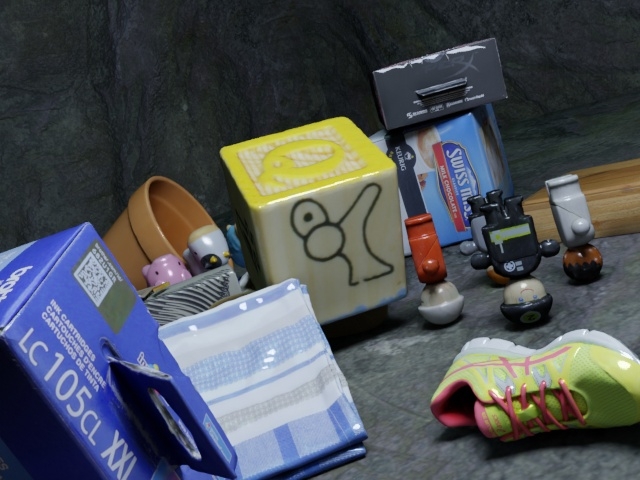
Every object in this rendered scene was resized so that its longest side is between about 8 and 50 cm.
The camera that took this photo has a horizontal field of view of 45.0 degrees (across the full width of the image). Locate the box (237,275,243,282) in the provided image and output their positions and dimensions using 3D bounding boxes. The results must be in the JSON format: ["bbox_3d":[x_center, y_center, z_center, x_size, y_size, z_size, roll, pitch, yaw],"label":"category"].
[{"bbox_3d":[-0.204,0.120,1.554,0.136,0.037,0.225,-12,13,38],"label":"box"}]

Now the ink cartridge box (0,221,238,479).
[{"bbox_3d":[-0.251,0.159,0.619,0.395,0.270,0.151,-17,27,18],"label":"ink cartridge box"}]

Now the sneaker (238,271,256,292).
[{"bbox_3d":[-0.064,0.072,1.430,0.092,0.088,0.228,-35,10,-39],"label":"sneaker"}]

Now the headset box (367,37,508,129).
[{"bbox_3d":[0.206,-0.287,1.417,0.217,0.110,0.293,-15,11,4],"label":"headset box"}]

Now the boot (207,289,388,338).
[{"bbox_3d":[-0.029,0.087,1.172,0.261,0.095,0.203,-11,11,6],"label":"boot"}]

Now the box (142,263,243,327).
[{"bbox_3d":[-0.261,0.141,1.313,0.275,0.113,0.094,-22,11,-9],"label":"box"}]

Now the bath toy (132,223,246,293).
[{"bbox_3d":[-0.275,0.074,1.492,0.348,0.152,0.129,-28,43,-22],"label":"bath toy"}]

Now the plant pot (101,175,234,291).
[{"bbox_3d":[-0.364,0.029,1.733,0.203,0.291,0.291,-33,6,15],"label":"plant pot"}]

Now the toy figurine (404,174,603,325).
[{"bbox_3d":[0.232,0.016,0.974,0.209,0.148,0.213,-19,5,-39],"label":"toy figurine"}]

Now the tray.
[{"bbox_3d":[0.517,-0.080,1.146,0.410,0.076,0.202,-11,12,45],"label":"tray"}]

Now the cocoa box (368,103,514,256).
[{"bbox_3d":[0.242,-0.138,1.536,0.227,0.232,0.347,-14,11,20],"label":"cocoa box"}]

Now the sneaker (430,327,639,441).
[{"bbox_3d":[0.173,0.130,0.627,0.094,0.082,0.208,-34,9,-33],"label":"sneaker"}]

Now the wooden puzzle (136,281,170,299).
[{"bbox_3d":[-0.316,0.097,1.297,0.116,0.014,0.078,-15,7,16],"label":"wooden puzzle"}]

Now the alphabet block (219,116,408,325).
[{"bbox_3d":[-0.009,-0.024,1.020,0.192,0.197,0.193,-17,32,-14],"label":"alphabet block"}]

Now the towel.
[{"bbox_3d":[-0.082,0.150,0.807,0.209,0.034,0.285,-20,32,-5],"label":"towel"}]
